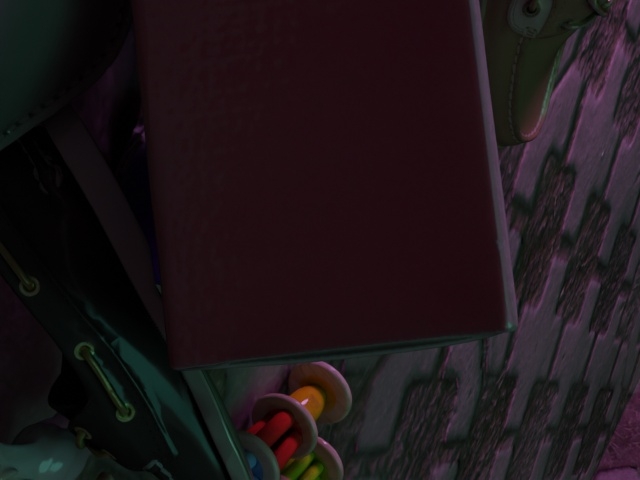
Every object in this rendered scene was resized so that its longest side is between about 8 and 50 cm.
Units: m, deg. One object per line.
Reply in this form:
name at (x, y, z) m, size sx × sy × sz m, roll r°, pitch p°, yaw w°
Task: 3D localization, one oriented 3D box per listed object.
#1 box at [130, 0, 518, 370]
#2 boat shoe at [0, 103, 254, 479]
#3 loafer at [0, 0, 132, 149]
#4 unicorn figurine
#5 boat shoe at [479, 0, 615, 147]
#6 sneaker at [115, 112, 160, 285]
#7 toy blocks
box at (-0.001, -0.069, 0.491) m, size 0.148 × 0.127 × 0.232 m, roll 51°, pitch 32°, yaw -85°
boat shoe at (-0.091, 0.052, 0.532) m, size 0.069 × 0.081 × 0.227 m, roll -27°, pitch 112°, yaw -10°
loafer at (-0.152, -0.034, 0.355) m, size 0.319 × 0.111 × 0.112 m, roll -40°, pitch 143°, yaw -49°
unicorn figurine at (-0.136, 0.110, 0.573) m, size 0.111 × 0.060 × 0.161 m, roll -43°, pitch 143°, yaw -54°
boat shoe at (0.186, -0.215, 0.949) m, size 0.121 × 0.110 × 0.341 m, roll -45°, pitch 146°, yaw -45°
sneaker at (0.000, -0.001, 0.671) m, size 0.293 × 0.146 × 0.102 m, roll 20°, pitch 90°, yaw -67°
toy blocks at (-0.038, 0.168, 0.839) m, size 0.148 × 0.054 × 0.123 m, roll -39°, pitch 141°, yaw -50°
